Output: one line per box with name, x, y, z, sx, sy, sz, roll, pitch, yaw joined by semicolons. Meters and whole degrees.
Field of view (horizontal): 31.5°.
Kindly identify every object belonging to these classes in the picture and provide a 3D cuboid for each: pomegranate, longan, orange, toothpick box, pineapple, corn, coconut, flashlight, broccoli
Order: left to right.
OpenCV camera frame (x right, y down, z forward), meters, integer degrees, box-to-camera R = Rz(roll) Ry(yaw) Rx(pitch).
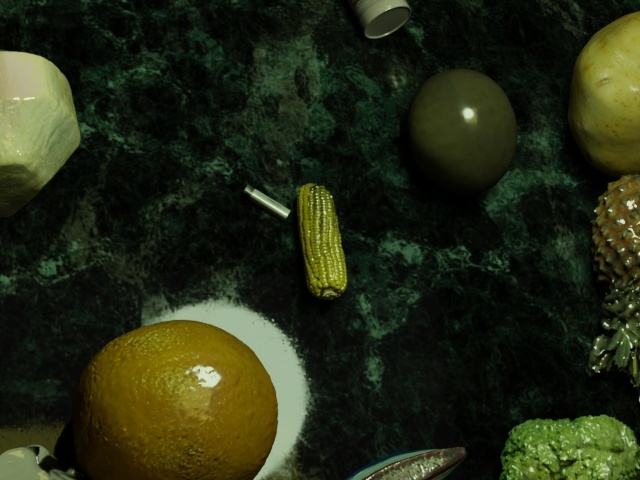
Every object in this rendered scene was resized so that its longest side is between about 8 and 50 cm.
coconut;-0.472;-0.165;1.646;0.259;0.259;0.259;8;61;-15
orange;-0.194;0.235;1.518;0.274;0.274;0.274;8;61;-15
flashlight;-0.089;-0.062;1.858;0.083;0.018;0.018;32;57;-1
corn;0.000;0.000;1.827;0.072;0.072;0.203;1;62;-19
toothpick box;0.091;-0.458;2.084;0.098;0.098;0.149;-18;71;-26
longan;0.241;-0.188;1.943;0.196;0.196;0.220;-4;77;-21
broccoli;0.375;0.395;1.681;0.254;0.186;0.302;15;53;-22
pineapple;0.524;0.068;1.938;0.175;0.175;0.361;22;74;-7
pomegranate;0.597;-0.241;2.004;0.342;0.342;0.342;8;61;-15

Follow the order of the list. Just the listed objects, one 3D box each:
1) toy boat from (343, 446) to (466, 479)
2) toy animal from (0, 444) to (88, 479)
toy boat;0.130;0.353;1.704;0.229;0.046;0.080;-15;66;-23
toy animal;-0.364;0.386;1.448;0.204;0.156;0.208;-34;69;-28
